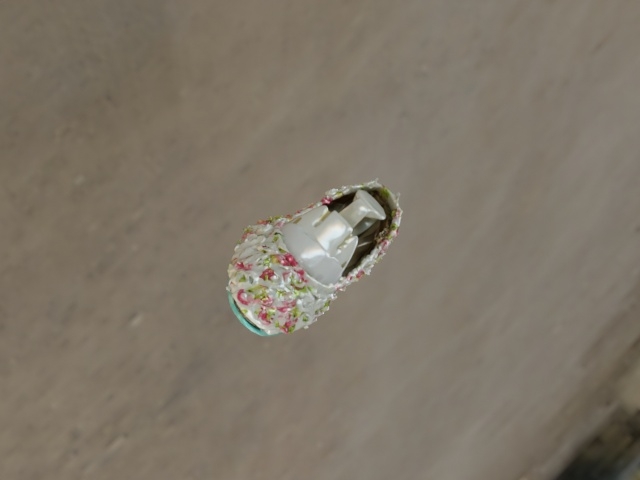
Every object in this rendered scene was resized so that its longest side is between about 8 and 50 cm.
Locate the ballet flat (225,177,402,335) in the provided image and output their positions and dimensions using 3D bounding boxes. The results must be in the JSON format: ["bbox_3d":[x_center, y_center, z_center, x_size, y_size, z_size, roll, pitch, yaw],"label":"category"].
[{"bbox_3d":[0.000,0.000,1.317,0.077,0.091,0.241,-44,180,24],"label":"ballet flat"}]
